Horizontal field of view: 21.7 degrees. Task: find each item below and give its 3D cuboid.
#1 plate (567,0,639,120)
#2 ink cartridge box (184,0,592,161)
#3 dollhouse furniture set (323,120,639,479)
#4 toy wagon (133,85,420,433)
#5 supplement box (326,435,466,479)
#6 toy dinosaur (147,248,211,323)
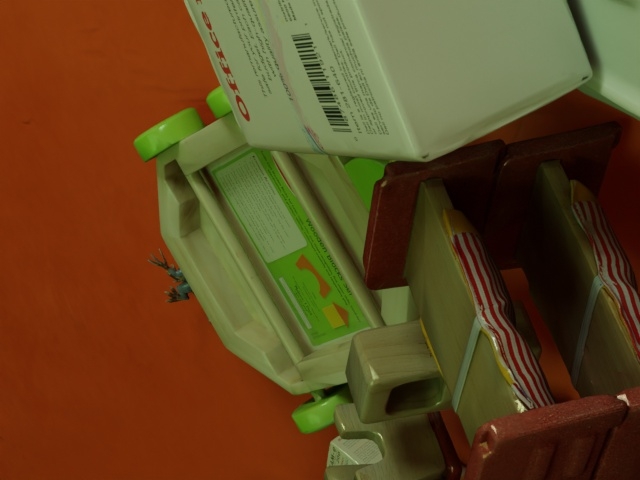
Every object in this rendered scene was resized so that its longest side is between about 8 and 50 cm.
[{"bbox_3d":[0.150,-0.162,0.814,0.278,0.045,0.277,-131,22,-64],"label":"plate"},{"bbox_3d":[0.012,-0.160,0.960,0.201,0.117,0.278,67,163,-13],"label":"ink cartridge box"},{"bbox_3d":[0.115,0.125,1.048,0.374,0.152,0.201,98,159,-52],"label":"dollhouse furniture set"},{"bbox_3d":[0.000,0.000,1.216,0.344,0.068,0.267,-23,99,55],"label":"toy wagon"},{"bbox_3d":[0.061,0.178,1.287,0.098,0.062,0.036,38,143,27],"label":"supplement box"},{"bbox_3d":[-0.103,0.019,1.404,0.090,0.047,0.082,31,142,-21],"label":"toy dinosaur"}]
